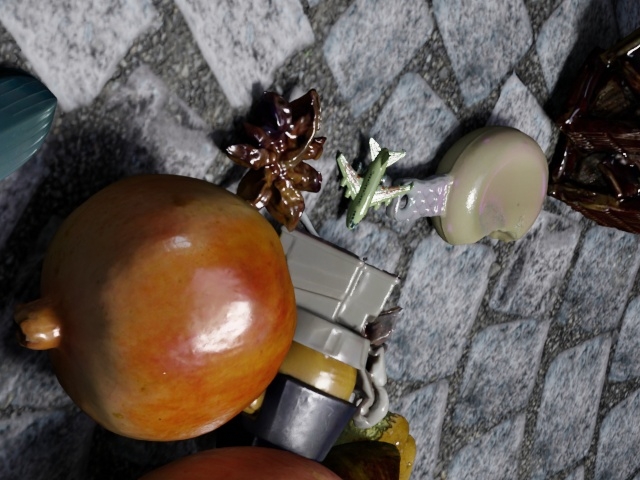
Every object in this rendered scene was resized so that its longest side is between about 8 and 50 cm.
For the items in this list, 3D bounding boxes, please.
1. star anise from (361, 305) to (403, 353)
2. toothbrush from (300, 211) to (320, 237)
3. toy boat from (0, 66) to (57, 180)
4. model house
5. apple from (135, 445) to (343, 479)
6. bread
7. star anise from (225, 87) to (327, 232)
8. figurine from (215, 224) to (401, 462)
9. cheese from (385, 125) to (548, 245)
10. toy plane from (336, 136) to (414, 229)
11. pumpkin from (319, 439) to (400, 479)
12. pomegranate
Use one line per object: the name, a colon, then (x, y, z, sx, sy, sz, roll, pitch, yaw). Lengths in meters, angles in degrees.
star anise: (0.051, 0.124, 1.775, 0.129, 0.056, 0.124, -42, 134, -6)
toothbrush: (0.000, 0.000, 1.694, 0.131, 0.011, 0.013, 54, 45, -48)
toy boat: (-0.307, -0.086, 1.223, 0.246, 0.103, 0.093, -39, 123, -51)
model house: (0.446, -0.111, 1.998, 0.282, 0.297, 0.317, -28, 156, 22)
apple: (-0.098, 0.384, 1.458, 0.364, 0.364, 0.364, -27, 128, -41)
bread: (0.061, 0.290, 1.872, 0.140, 0.069, 0.128, -49, 140, -20)
star anise: (-0.046, -0.087, 1.554, 0.168, 0.057, 0.168, -23, 124, -41)
figurine: (-0.021, 0.138, 1.631, 0.308, 0.143, 0.308, -2, 94, -24)
cheese: (0.180, -0.060, 1.830, 0.286, 0.082, 0.163, -12, 116, -44)
toy plane: (0.056, -0.064, 1.697, 0.102, 0.040, 0.111, 23, 104, -19)
pumpkin: (-0.022, 0.335, 1.681, 0.169, 0.148, 0.312, 28, 62, -13)
pomegranate: (-0.160, 0.063, 1.361, 0.270, 0.229, 0.252, -17, 130, -32)
